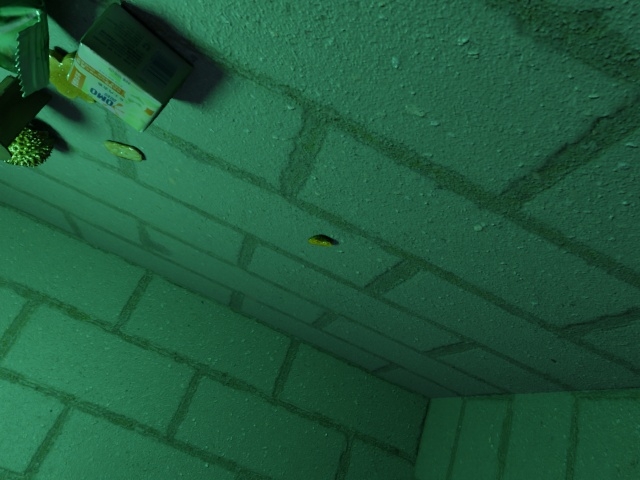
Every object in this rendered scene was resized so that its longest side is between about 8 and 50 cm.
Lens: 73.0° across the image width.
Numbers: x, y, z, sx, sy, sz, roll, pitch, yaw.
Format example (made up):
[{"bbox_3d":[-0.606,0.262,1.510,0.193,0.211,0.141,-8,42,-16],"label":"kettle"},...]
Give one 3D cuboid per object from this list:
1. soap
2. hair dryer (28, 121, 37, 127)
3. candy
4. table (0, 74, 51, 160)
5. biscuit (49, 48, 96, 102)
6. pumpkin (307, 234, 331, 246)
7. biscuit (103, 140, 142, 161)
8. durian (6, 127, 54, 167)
[{"bbox_3d":[-0.425,-0.372,0.963,0.199,0.139,0.182,36,152,-27],"label":"soap"},{"bbox_3d":[-1.088,-0.478,1.395,0.266,0.093,0.229,10,148,-4],"label":"hair dryer"},{"bbox_3d":[-0.731,-0.526,0.901,0.398,0.172,0.263,43,146,-11],"label":"candy"},{"bbox_3d":[-0.908,-0.371,1.248,0.167,0.227,0.167,17,153,9],"label":"table"},{"bbox_3d":[-0.634,-0.432,1.134,0.225,0.036,0.166,4,149,28],"label":"biscuit"},{"bbox_3d":[0.000,-0.001,1.448,0.083,0.028,0.050,17,156,-7],"label":"pumpkin"},{"bbox_3d":[-0.650,-0.294,1.425,0.147,0.018,0.071,17,151,16],"label":"biscuit"},{"bbox_3d":[-1.057,-0.329,1.498,0.237,0.138,0.193,15,-170,29],"label":"durian"}]
